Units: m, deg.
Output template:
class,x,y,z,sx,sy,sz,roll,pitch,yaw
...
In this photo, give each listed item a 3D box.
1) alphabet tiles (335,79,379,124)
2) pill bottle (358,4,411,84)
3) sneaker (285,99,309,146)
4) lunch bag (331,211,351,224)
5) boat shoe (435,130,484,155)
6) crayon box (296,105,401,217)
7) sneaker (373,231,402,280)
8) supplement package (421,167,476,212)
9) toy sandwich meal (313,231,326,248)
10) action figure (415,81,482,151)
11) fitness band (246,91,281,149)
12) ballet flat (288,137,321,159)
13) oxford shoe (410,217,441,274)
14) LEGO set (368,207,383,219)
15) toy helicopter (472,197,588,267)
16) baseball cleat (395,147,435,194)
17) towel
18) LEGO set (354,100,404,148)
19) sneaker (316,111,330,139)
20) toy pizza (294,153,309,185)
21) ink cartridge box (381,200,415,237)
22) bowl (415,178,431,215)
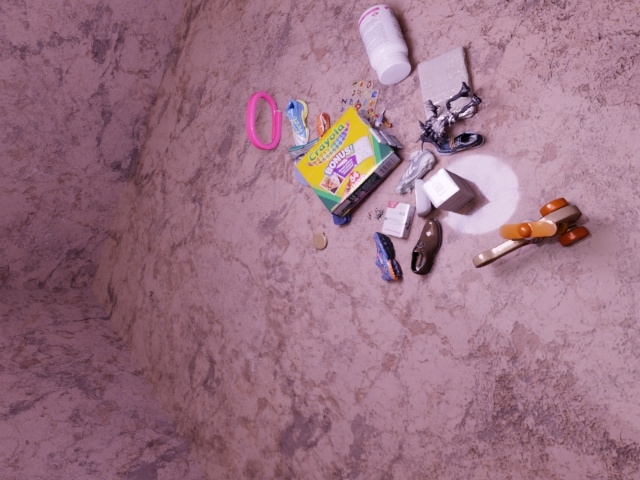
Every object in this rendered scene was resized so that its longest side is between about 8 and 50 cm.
class,x,y,z,sx,sy,sz,roll,pitch,yaw
alphabet tiles,0.166,-0.607,1.869,0.198,0.009,0.237,19,98,38
pill bottle,0.267,-0.804,1.705,0.160,0.160,0.283,-25,72,34
sneaker,-0.125,-0.576,2.020,0.091,0.126,0.240,-8,82,38
lunch bag,0.093,-0.121,1.860,0.067,0.065,0.098,-14,89,33
boat shoe,0.507,-0.367,1.539,0.183,0.083,0.065,-7,83,38
crayon box,0.110,-0.336,1.779,0.363,0.106,0.313,-44,62,17
sneaker,0.259,0.068,1.712,0.087,0.083,0.221,-29,68,39
supplement package,0.467,-0.178,1.497,0.105,0.179,0.105,-43,63,28
toy sandwich meal,0.000,0.000,1.951,0.085,0.029,0.085,1,92,36
action figure,0.438,-0.447,1.508,0.275,0.141,0.164,-43,57,32
fitness band,-0.285,-0.606,2.095,0.054,0.209,0.291,1,88,37
ballet flat,-0.065,-0.431,1.965,0.213,0.072,0.068,-6,121,43
oxford shoe,0.404,0.024,1.590,0.083,0.096,0.227,15,95,40
LEGO set,0.241,-0.115,1.776,0.083,0.023,0.054,12,92,51
toy helicopter,0.644,-0.003,1.313,0.355,0.235,0.140,-35,67,31
baseball cleat,0.371,-0.281,1.663,0.206,0.072,0.109,-44,47,25
towel,0.486,-0.587,1.592,0.187,0.049,0.282,-12,81,35
LEGO set,0.241,-0.486,1.691,0.060,0.182,0.244,-49,59,33
sneaker,0.012,-0.518,1.963,0.067,0.064,0.175,-11,75,59
toy pizza,-0.046,-0.365,2.006,0.201,0.032,0.201,-3,85,39
ink cartridge box,0.319,-0.086,1.686,0.099,0.056,0.135,18,98,38
bowl,0.397,-0.162,1.587,0.053,0.142,0.142,-3,86,15
